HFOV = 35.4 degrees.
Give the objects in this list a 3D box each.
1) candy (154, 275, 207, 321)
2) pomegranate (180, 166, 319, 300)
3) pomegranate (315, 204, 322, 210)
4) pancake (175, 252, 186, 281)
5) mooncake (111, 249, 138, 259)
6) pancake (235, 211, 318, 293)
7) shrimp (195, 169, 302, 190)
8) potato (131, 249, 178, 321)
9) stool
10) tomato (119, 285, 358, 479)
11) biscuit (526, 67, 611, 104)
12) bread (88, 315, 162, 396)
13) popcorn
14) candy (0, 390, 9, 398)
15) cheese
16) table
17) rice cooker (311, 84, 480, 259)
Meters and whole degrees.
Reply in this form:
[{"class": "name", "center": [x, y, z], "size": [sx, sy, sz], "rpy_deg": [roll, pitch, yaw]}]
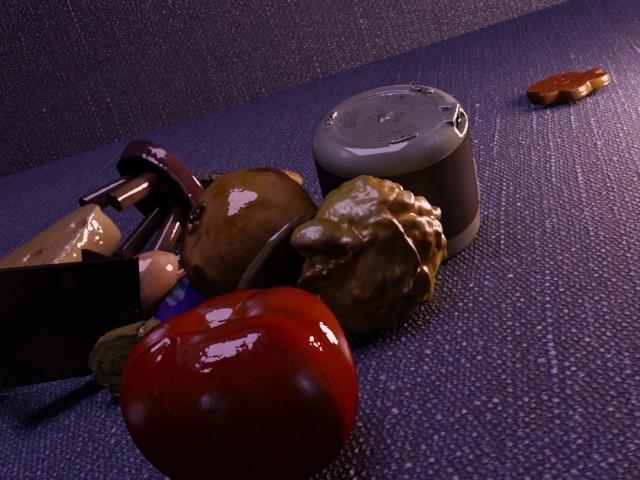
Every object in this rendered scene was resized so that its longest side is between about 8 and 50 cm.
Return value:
[{"class": "candy", "center": [-0.216, 0.083, 1.901], "size": [0.145, 0.070, 0.275], "rpy_deg": [-21, 17, 28]}, {"class": "pomegranate", "center": [-0.118, -0.001, 1.734], "size": [0.261, 0.260, 0.260], "rpy_deg": [-18, 18, 6]}, {"class": "pomegranate", "center": [0.000, 0.000, 1.865], "size": [0.115, 0.114, 0.142], "rpy_deg": [-23, 43, -7]}, {"class": "pancake", "center": [-0.306, 0.064, 2.080], "size": [0.212, 0.029, 0.235], "rpy_deg": [-29, 11, -4]}, {"class": "mooncake", "center": [-0.450, 0.066, 2.187], "size": [0.125, 0.073, 0.130], "rpy_deg": [-22, 21, -8]}, {"class": "pancake", "center": [-0.054, 0.056, 1.600], "size": [0.031, 0.250, 0.250], "rpy_deg": [35, 47, 22]}, {"class": "shrimp", "center": [-0.256, -0.127, 2.404], "size": [0.445, 0.085, 0.272], "rpy_deg": [-2, 0, 34]}, {"class": "potato", "center": [-0.331, 0.084, 1.913], "size": [0.112, 0.112, 0.147], "rpy_deg": [-1, 62, 46]}, {"class": "stool", "center": [-0.394, -0.077, 2.279], "size": [0.272, 0.272, 0.178], "rpy_deg": [3, 42, 51]}, {"class": "tomato", "center": [-0.086, 0.184, 1.207], "size": [0.299, 0.226, 0.298], "rpy_deg": [-20, 10, 4]}, {"class": "biscuit", "center": [0.589, -0.367, 2.395], "size": [0.180, 0.039, 0.236], "rpy_deg": [-27, 18, -13]}, {"class": "bread", "center": [-0.294, 0.188, 1.589], "size": [0.156, 0.117, 0.064], "rpy_deg": [-14, 20, 17]}, {"class": "popcorn", "center": [0.076, 0.025, 1.506], "size": [0.266, 0.233, 0.192], "rpy_deg": [-2, 20, -36]}, {"class": "candy", "center": [-0.609, 0.255, 1.788], "size": [0.124, 0.124, 0.365], "rpy_deg": [-6, 11, 36]}, {"class": "cheese", "center": [-0.597, 0.106, 2.082], "size": [0.384, 0.104, 0.384], "rpy_deg": [-29, 26, 15]}, {"class": "table", "center": [-0.477, 0.121, 1.748], "size": [0.251, 0.196, 0.282], "rpy_deg": [-7, 9, -30]}, {"class": "rice cooker", "center": [0.136, -0.104, 1.732], "size": [0.289, 0.277, 0.288], "rpy_deg": [-10, 35, 7]}]
